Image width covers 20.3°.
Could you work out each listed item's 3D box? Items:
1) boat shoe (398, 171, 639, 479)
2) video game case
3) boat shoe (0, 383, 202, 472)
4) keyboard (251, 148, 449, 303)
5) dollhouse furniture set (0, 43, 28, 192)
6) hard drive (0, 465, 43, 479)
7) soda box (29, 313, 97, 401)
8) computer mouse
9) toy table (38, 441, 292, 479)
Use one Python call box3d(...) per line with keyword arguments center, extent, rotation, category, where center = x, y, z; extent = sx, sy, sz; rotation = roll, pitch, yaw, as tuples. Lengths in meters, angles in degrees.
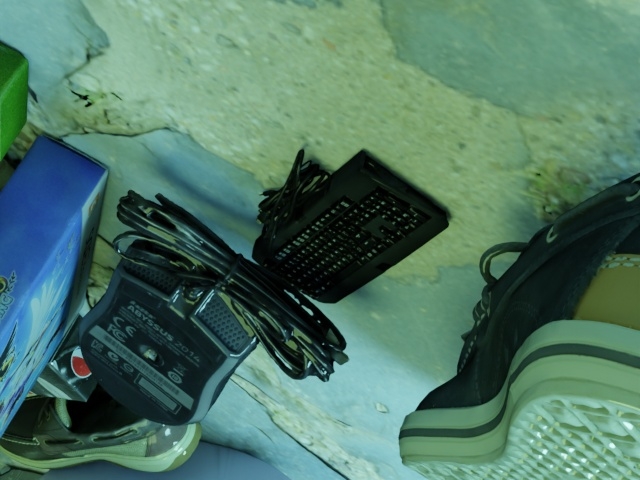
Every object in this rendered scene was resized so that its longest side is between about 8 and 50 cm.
box3d(center=(0.163, 0.083, 1.030), extent=(0.187, 0.156, 0.500), rotation=(23, 164, 2), category="boat shoe")
box3d(center=(-0.251, 0.091, 1.298), extent=(0.061, 0.269, 0.244), rotation=(27, 153, 3), category="video game case")
box3d(center=(-0.207, 0.154, 1.575), extent=(0.223, 0.080, 0.073), rotation=(1, 135, 35), category="boat shoe")
box3d(center=(0.000, 0.000, 1.160), extent=(0.100, 0.038, 0.192), rotation=(35, 151, -9), category="keyboard")
box3d(center=(-0.321, -0.016, 1.266), extent=(0.151, 0.197, 0.301), rotation=(27, 151, 4), category="dollhouse furniture set")
box3d(center=(-0.311, 0.395, 1.783), extent=(0.237, 0.339, 0.064), rotation=(9, 146, 36), category="hard drive")
box3d(center=(-0.259, 0.095, 1.546), extent=(0.169, 0.053, 0.060), rotation=(3, 142, 42), category="soda box")
box3d(center=(-0.091, 0.056, 1.301), extent=(0.188, 0.072, 0.272), rotation=(39, 148, -4), category="computer mouse")
box3d(center=(-0.114, 0.291, 1.566), extent=(0.274, 0.252, 0.161), rotation=(17, 134, 40), category="toy table")
